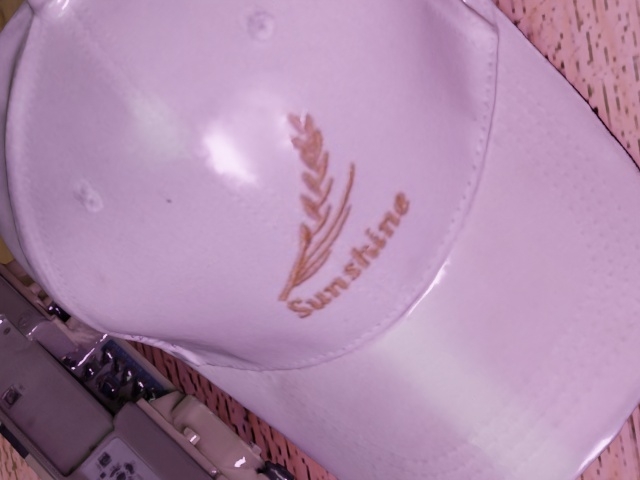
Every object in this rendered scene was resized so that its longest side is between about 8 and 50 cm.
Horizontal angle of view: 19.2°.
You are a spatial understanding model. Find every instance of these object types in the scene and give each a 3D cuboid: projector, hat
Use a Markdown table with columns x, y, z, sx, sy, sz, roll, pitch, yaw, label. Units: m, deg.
| x | y | z | sx | sy | sz | roll | pitch | yaw | label |
| --- | --- | --- | --- | --- | --- | --- | --- | --- | --- |
| -0.083 | 0.122 | 0.978 | 0.269 | 0.088 | 0.193 | 37 | 169 | 44 | projector |
| -0.001 | -0.003 | 0.816 | 0.301 | 0.168 | 0.258 | 45 | 106 | 15 | hat |
